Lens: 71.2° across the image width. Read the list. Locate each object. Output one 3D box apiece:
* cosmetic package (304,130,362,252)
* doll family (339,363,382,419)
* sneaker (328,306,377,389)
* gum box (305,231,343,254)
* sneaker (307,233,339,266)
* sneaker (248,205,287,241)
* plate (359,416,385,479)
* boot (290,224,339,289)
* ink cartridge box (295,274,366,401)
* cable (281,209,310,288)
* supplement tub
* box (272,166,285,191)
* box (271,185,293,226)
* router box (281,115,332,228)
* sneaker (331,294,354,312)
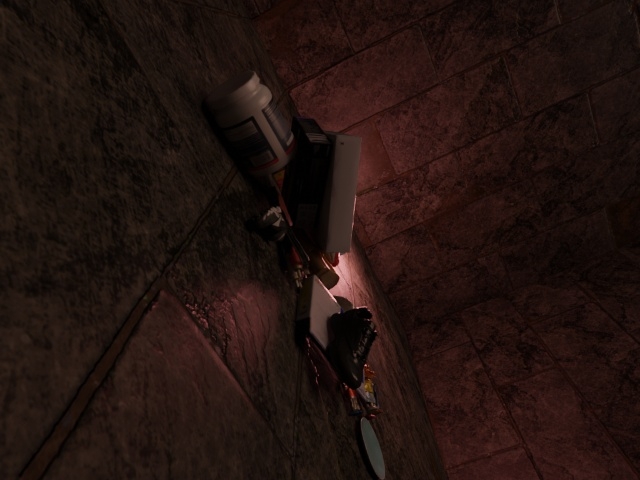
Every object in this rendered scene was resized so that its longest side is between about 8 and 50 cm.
[{"bbox_3d":[0.032,-0.178,1.534,0.284,0.097,0.378,-131,-137,-67],"label":"cosmetic package"},{"bbox_3d":[0.154,0.495,1.500,0.263,0.118,0.163,50,19,-57],"label":"doll family"},{"bbox_3d":[0.097,0.284,1.255,0.109,0.130,0.286,53,20,-28],"label":"sneaker"},{"bbox_3d":[0.013,0.004,1.899,0.184,0.041,0.157,-10,76,-52],"label":"gum box"},{"bbox_3d":[0.017,0.020,1.744,0.279,0.107,0.119,-103,176,-65],"label":"sneaker"},{"bbox_3d":[-0.143,-0.043,1.318,0.106,0.078,0.234,63,8,-4],"label":"sneaker"},{"bbox_3d":[0.159,0.662,1.421,0.188,0.024,0.188,-23,90,-79],"label":"plate"},{"bbox_3d":[-0.030,0.064,1.611,0.211,0.104,0.295,56,-6,23],"label":"boot"},{"bbox_3d":[0.035,0.301,1.386,0.304,0.072,0.307,55,19,-20],"label":"ink cartridge box"},{"bbox_3d":[-0.105,0.008,1.422,0.140,0.072,0.287,98,-31,-61],"label":"cable"},{"bbox_3d":[-0.206,-0.354,1.376,0.191,0.191,0.272,-100,163,-54],"label":"supplement tub"},{"bbox_3d":[-0.130,-0.240,1.807,0.058,0.087,0.233,-84,150,-66],"label":"box"},{"bbox_3d":[-0.122,-0.090,1.687,0.201,0.021,0.165,53,17,-50],"label":"box"},{"bbox_3d":[-0.056,-0.232,1.517,0.243,0.080,0.309,-114,-149,-52],"label":"router box"},{"bbox_3d":[0.061,0.238,1.591,0.058,0.152,0.085,-63,148,-26],"label":"sneaker"}]
